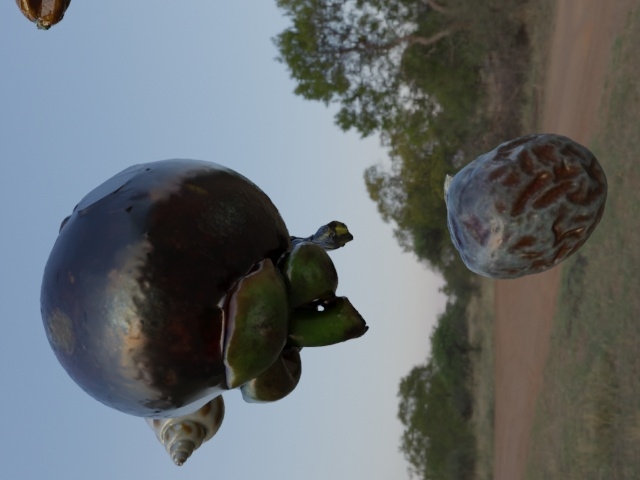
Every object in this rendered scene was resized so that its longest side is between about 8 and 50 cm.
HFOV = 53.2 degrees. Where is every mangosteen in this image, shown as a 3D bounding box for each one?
[{"bbox_3d":[-0.142,0.054,0.700,0.311,0.311,0.311,4,-90,-77],"label":"mangosteen"}]

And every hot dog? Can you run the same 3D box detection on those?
[{"bbox_3d":[-0.249,-0.256,0.594,0.037,0.049,0.122,10,81,59],"label":"hot dog"}]

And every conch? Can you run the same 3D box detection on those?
[{"bbox_3d":[-0.298,0.382,1.399,0.275,0.183,0.148,-100,-10,-85],"label":"conch"}]

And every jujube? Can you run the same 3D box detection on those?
[{"bbox_3d":[0.368,-0.059,1.163,0.308,0.215,0.246,-39,-69,-19],"label":"jujube"}]

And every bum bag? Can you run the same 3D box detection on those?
[{"bbox_3d":[0.000,0.000,1.718,0.107,0.232,0.060,24,-117,-33],"label":"bum bag"}]

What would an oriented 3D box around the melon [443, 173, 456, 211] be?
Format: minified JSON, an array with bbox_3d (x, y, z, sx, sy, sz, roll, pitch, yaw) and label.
[{"bbox_3d":[0.366,-0.081,1.451,0.139,0.093,0.202,-35,-64,-25],"label":"melon"}]
